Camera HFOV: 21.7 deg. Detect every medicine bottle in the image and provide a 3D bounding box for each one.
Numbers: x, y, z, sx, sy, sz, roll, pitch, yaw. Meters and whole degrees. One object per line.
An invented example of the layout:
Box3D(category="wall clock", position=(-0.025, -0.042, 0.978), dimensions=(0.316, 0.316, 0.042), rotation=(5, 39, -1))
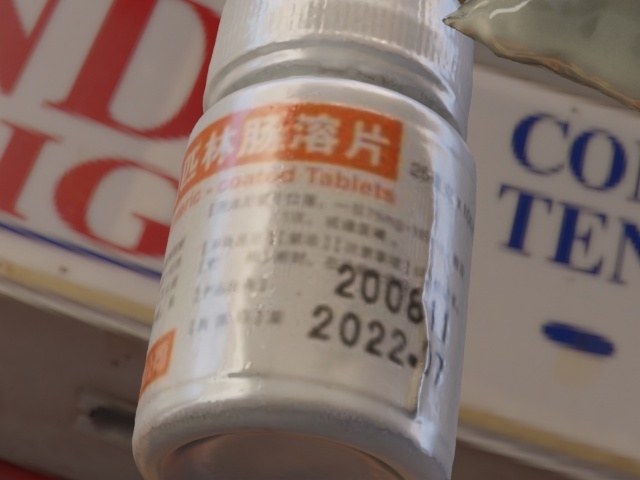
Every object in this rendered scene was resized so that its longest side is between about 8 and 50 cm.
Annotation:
Box3D(category="medicine bottle", position=(0.000, 0.000, 1.151), dimensions=(0.211, 0.372, 0.211), rotation=(5, -31, 3))

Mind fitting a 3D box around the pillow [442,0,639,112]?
Box3D(category="pillow", position=(0.161, -0.171, 0.657), dimensions=(0.144, 0.254, 0.078), rotation=(30, 9, 31))
